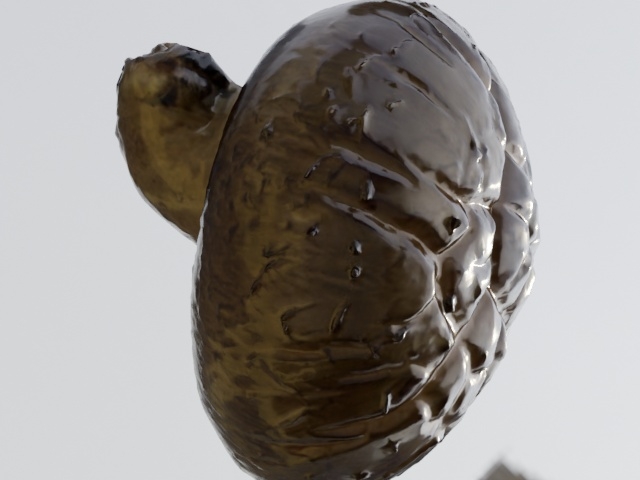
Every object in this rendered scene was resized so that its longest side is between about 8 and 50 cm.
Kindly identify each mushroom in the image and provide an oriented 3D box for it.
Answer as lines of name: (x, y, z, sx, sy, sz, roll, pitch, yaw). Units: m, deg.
mushroom: (0.008, -0.002, 0.396, 0.085, 0.126, 0.109, -19, -82, 18)
